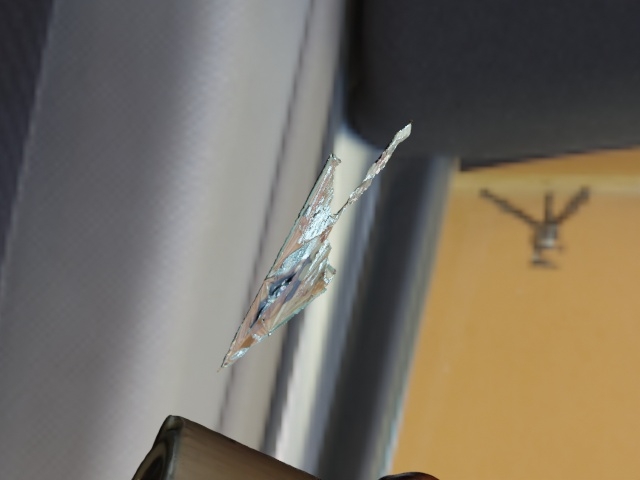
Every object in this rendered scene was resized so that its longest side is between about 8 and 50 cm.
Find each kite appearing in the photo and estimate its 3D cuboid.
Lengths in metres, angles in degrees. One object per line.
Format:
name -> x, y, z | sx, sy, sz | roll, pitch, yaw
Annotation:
kite -> 0.000, 0.000, 1.503 | 0.011, 0.314, 0.335 | 34, 161, 11

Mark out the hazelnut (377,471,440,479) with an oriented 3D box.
hazelnut -> 0.081, 0.248, 1.491 | 0.086, 0.086, 0.086 | 2, 180, 0

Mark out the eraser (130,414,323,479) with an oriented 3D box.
eraser -> 0.029, 0.215, 0.850 | 0.290, 0.087, 0.171 | 27, -147, -15
